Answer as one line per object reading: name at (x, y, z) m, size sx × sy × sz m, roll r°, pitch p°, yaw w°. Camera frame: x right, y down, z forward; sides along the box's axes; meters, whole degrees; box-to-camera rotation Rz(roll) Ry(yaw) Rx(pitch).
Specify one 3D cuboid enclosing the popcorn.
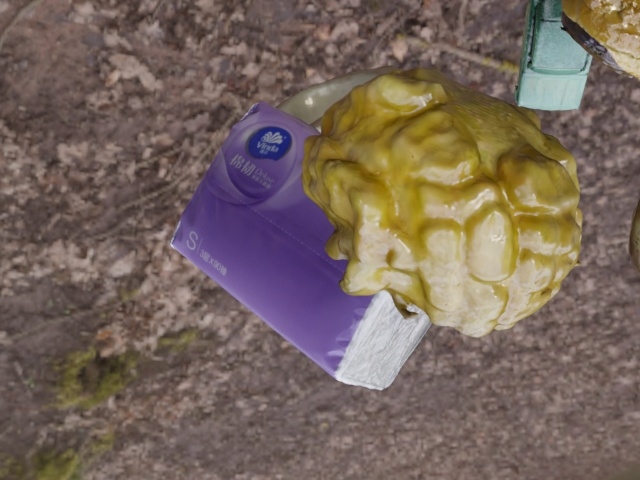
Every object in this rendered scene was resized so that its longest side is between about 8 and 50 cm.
popcorn at (0.093, -0.035, 0.704) m, size 0.250 × 0.250 × 0.190 m, roll 14°, pitch 106°, yaw -24°

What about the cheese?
cheese at (0.018, -0.187, 1.582) m, size 0.292 × 0.332 × 0.153 m, roll -5°, pitch 120°, yaw 38°

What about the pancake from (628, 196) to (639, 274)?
pancake at (0.272, 0.051, 0.534) m, size 0.029 × 0.235 × 0.212 m, roll -26°, pitch 170°, yaw -10°

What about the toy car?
toy car at (0.439, -0.377, 1.601) m, size 0.141 × 0.097 × 0.321 m, roll 4°, pitch 133°, yaw 6°

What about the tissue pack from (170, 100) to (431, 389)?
tissue pack at (0.000, 0.000, 1.098) m, size 0.338 × 0.242 × 0.160 m, roll 34°, pitch -173°, yaw 36°

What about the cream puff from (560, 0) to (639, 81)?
cream puff at (0.406, -0.306, 1.157) m, size 0.189 × 0.189 × 0.129 m, roll 19°, pitch 122°, yaw -32°
